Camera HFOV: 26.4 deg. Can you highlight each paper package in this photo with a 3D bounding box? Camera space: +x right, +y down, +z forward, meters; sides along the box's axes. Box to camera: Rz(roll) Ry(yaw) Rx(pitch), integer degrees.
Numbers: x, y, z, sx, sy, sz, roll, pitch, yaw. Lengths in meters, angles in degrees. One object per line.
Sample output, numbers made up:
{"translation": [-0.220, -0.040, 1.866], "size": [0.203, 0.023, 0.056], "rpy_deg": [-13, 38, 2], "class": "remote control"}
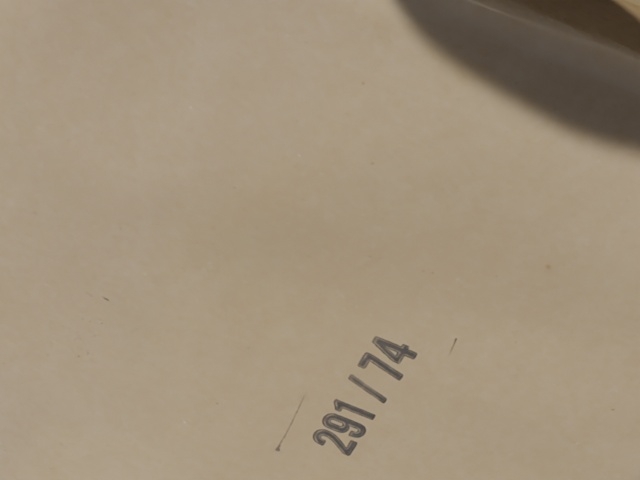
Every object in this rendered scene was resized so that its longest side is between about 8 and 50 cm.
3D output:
{"translation": [0.000, 0.000, 0.562], "size": [0.168, 0.309, 0.325], "rpy_deg": [-82, 13, -53], "class": "paper package"}
